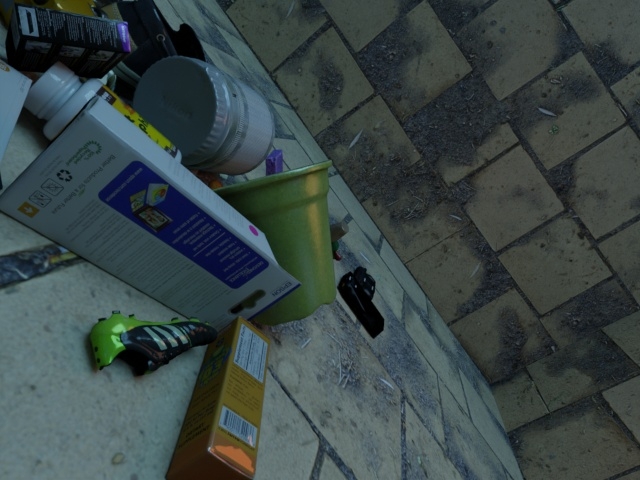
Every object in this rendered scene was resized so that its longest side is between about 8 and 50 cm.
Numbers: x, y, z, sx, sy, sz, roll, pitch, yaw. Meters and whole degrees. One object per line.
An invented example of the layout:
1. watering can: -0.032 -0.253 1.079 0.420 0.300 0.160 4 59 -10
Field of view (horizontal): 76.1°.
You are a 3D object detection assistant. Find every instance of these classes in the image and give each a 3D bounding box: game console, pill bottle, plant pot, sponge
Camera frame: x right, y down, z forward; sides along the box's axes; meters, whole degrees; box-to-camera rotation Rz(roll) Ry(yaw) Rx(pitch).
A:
1. game console: 0.160 0.191 1.475 0.213 0.044 0.361 55 17 -4
2. pill bottle: -0.338 -0.167 0.644 0.215 0.117 0.117 43 20 -35
3. plant pot: -0.084 0.007 0.762 0.276 0.276 0.254 -50 128 -73
4. sponge: -0.124 -0.133 1.104 0.117 0.031 0.210 -83 176 -65

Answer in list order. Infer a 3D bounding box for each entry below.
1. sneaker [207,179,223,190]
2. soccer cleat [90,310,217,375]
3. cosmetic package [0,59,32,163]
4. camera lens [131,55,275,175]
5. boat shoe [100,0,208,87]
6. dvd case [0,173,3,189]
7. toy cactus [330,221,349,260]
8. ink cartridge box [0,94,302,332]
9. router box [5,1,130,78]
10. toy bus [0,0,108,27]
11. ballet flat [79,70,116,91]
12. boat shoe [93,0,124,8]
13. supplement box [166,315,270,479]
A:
1. sneaker: -0.210 -0.075 0.913 0.064 0.067 0.175 30 28 -52
2. soccer cleat: -0.209 0.137 0.533 0.179 0.060 0.072 20 47 -52
3. cosmetic package: -0.400 -0.134 0.446 0.099 0.060 0.239 40 23 -47
4. camera lens: -0.244 -0.264 0.916 0.219 0.219 0.274 57 17 6
5. boat shoe: -0.343 -0.424 0.999 0.187 0.156 0.500 64 8 0
6. dvd case: -0.464 -0.143 0.420 0.221 0.018 0.164 23 37 -63
7. toy cactus: 0.000 0.000 1.184 0.219 0.180 0.112 39 42 -30
8. ink cartridge box: -0.209 -0.002 0.576 0.371 0.176 0.069 44 19 -33
9. router box: -0.379 -0.287 0.608 0.133 0.179 0.046 -11 102 -40
10. toy bus: -0.509 -0.468 0.730 0.332 0.130 0.108 59 16 14
11. ballet flat: -0.417 -0.295 0.769 0.070 0.070 0.188 42 20 -37
12. boat shoe: -0.495 -0.501 0.902 0.095 0.095 0.257 41 16 -16
13. supplement box: -0.127 0.214 0.562 0.080 0.078 0.233 45 18 -20
